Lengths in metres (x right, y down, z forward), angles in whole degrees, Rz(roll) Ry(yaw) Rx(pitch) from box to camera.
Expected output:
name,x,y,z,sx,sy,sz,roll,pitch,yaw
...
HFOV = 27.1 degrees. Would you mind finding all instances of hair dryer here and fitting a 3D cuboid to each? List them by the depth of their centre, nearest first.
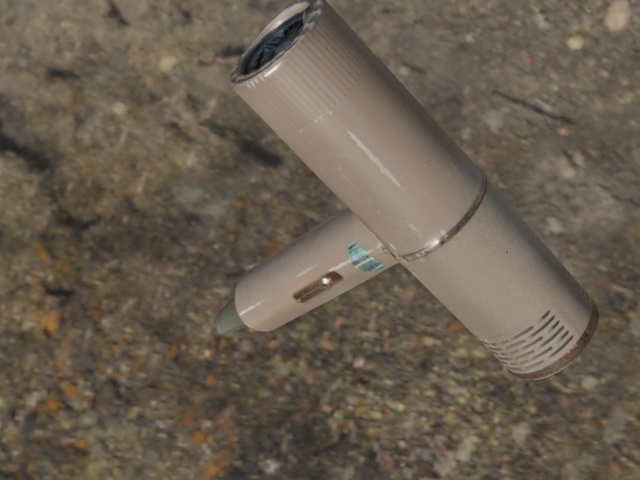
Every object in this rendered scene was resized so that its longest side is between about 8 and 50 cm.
name,x,y,z,sx,sy,sz,roll,pitch,yaw
hair dryer,-0.010,-0.008,0.627,0.220,0.195,0.054,-11,40,50
